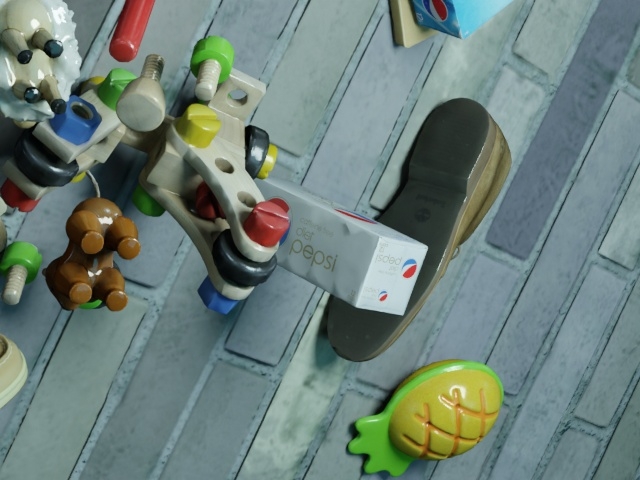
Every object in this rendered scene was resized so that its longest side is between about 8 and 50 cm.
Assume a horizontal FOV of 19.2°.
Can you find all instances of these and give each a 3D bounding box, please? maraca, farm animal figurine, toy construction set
[{"bbox_3d":[0.120,0.201,2.127,0.185,0.099,0.127,-31,126,5],"label":"maraca"},{"bbox_3d":[-0.328,-0.022,1.521,0.330,0.172,0.327,-19,118,-13],"label":"farm animal figurine"},{"bbox_3d":[-0.142,-0.113,1.687,0.237,0.257,0.309,-80,178,-50],"label":"toy construction set"}]

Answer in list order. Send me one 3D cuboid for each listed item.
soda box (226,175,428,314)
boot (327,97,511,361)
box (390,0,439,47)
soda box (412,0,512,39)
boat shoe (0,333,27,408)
[{"bbox_3d":[0.000,0.000,1.835,0.069,0.216,0.074,12,100,-43],"label":"soda box"},{"bbox_3d":[0.117,0.005,2.031,0.305,0.112,0.115,-60,146,-6],"label":"boot"},{"bbox_3d":[0.131,-0.319,1.945,0.164,0.021,0.201,-28,125,-30],"label":"box"},{"bbox_3d":[0.185,-0.295,1.941,0.210,0.067,0.071,-40,132,-25],"label":"soda box"},{"bbox_3d":[-0.382,0.126,1.629,0.285,0.104,0.089,-19,124,-34],"label":"boat shoe"}]
